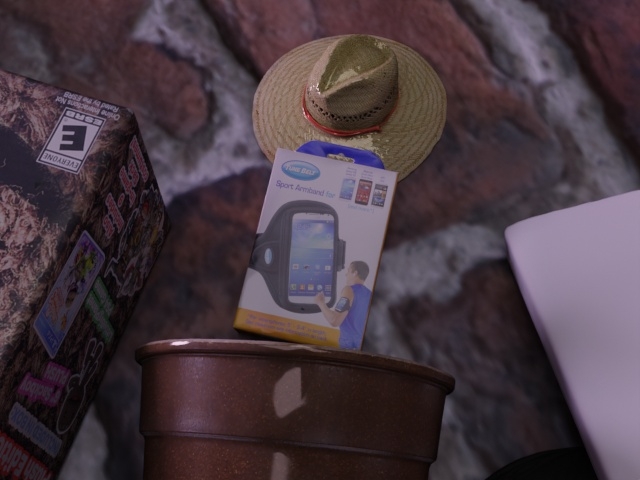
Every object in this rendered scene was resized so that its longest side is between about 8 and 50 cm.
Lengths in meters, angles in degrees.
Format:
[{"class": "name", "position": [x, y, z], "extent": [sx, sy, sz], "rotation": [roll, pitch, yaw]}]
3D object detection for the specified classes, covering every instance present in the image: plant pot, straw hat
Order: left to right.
[{"class": "plant pot", "position": [-0.020, 0.145, 0.407], "extent": [0.166, 0.167, 0.165], "rotation": [5, 74, 1]}, {"class": "straw hat", "position": [0.022, -0.107, 0.566], "extent": [0.144, 0.061, 0.145], "rotation": [1, 66, -2]}]

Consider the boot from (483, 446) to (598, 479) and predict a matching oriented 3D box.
[{"class": "boot", "position": [0.120, 0.232, 0.401], "extent": [0.179, 0.085, 0.236], "rotation": [65, 32, -12]}]

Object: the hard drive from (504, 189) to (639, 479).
[{"class": "hard drive", "position": [0.230, 0.073, 0.407], "extent": [0.203, 0.040, 0.308], "rotation": [-14, 37, 6]}]

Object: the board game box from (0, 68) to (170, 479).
[{"class": "board game box", "position": [-0.251, 0.049, 0.446], "extent": [0.232, 0.141, 0.291], "rotation": [17, 66, 6]}]

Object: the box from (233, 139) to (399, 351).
[{"class": "box", "position": [0.000, 0.000, 0.523], "extent": [0.081, 0.028, 0.136], "rotation": [12, 79, 4]}]
